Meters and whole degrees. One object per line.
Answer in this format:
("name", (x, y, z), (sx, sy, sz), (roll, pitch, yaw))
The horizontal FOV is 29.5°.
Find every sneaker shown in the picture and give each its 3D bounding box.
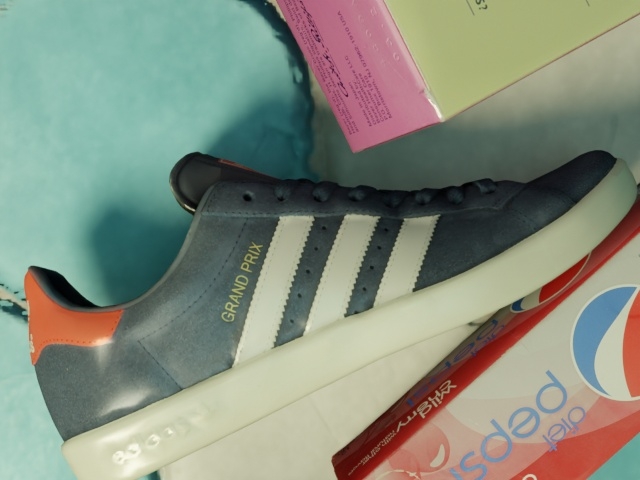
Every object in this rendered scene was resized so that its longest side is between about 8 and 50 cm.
("sneaker", (0.000, 0.000, 0.671), (0.350, 0.131, 0.148), (-25, 87, -7))

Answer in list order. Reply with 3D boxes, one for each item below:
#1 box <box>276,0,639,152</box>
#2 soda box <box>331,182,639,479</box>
("box", (0.086, -0.198, 0.631), (0.243, 0.117, 0.213), (-30, 96, -18))
("soda box", (0.133, 0.083, 0.708), (0.263, 0.083, 0.092), (-42, 97, -1))
